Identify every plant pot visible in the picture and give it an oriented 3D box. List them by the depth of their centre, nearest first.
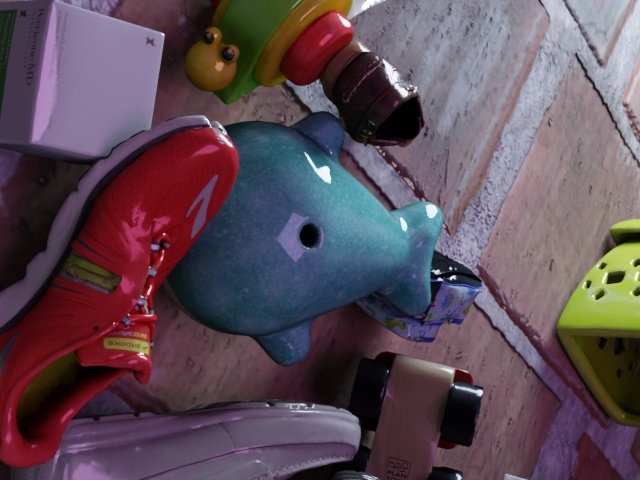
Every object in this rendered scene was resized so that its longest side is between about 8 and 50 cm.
[{"bbox_3d":[0.459,0.097,1.455,0.227,0.228,0.207,53,53,-37],"label":"plant pot"}]

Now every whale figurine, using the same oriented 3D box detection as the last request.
[{"bbox_3d":[0.000,0.000,0.963,0.272,0.141,0.216,12,87,-30],"label":"whale figurine"}]

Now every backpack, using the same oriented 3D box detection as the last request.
[{"bbox_3d":[0.092,0.047,1.136,0.114,0.105,0.084,7,113,-50],"label":"backpack"}]

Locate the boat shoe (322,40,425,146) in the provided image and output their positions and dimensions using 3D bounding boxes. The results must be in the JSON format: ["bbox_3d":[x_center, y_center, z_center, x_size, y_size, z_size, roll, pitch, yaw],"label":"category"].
[{"bbox_3d":[0.056,-0.113,1.033,0.073,0.073,0.207,-51,167,6],"label":"boat shoe"}]

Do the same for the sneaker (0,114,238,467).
[{"bbox_3d":[-0.139,0.042,0.810,0.279,0.118,0.107,-51,141,4],"label":"sneaker"}]

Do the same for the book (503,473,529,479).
[{"bbox_3d":[0.295,0.306,1.359,0.096,0.144,0.035,31,73,-45],"label":"book"}]

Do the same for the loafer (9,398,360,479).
[{"bbox_3d":[-0.097,0.188,0.940,0.319,0.112,0.112,0,82,-38],"label":"loafer"}]

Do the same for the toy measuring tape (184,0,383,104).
[{"bbox_3d":[0.009,-0.217,0.988,0.330,0.121,0.121,-39,122,-36],"label":"toy measuring tape"}]

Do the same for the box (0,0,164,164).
[{"bbox_3d":[-0.179,-0.108,0.826,0.102,0.087,0.101,10,88,-48],"label":"box"}]

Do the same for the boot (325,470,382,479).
[{"bbox_3d":[0.026,0.330,0.959,0.161,0.083,0.247,-77,171,-77],"label":"boot"}]

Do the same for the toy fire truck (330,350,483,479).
[{"bbox_3d":[0.100,0.229,1.160,0.246,0.158,0.217,45,58,-82],"label":"toy fire truck"}]
